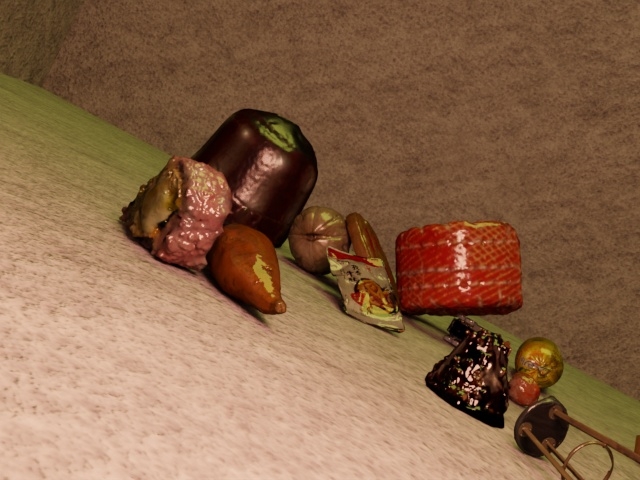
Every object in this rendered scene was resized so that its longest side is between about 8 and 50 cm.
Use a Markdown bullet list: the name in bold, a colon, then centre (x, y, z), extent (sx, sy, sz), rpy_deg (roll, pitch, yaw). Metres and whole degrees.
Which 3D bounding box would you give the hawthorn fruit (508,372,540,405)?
- **hawthorn fruit**: centre (0.430, 0.318, 1.520), extent (0.103, 0.067, 0.067), rpy_deg (42, 9, 19)

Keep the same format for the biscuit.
- **biscuit**: centre (0.141, 0.060, 1.865), extent (0.257, 0.049, 0.273), rpy_deg (30, 40, -71)

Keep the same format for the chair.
- **chair**: centre (0.345, 0.296, 1.034), extent (0.095, 0.104, 0.221), rpy_deg (9, 12, -14)

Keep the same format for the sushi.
- **sushi**: centre (-0.231, -0.059, 1.174), extent (0.107, 0.161, 0.241), rpy_deg (23, 7, -35)

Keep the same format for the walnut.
- **walnut**: centre (0.002, 0.000, 1.890), extent (0.178, 0.178, 0.230), rpy_deg (28, 4, 6)

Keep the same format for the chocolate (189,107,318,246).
- **chocolate**: centre (-0.190, -0.198, 2.049), extent (0.383, 0.331, 0.383), rpy_deg (26, 6, -3)

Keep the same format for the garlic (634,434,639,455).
- **garlic**: centre (0.761, 0.464, 1.478), extent (0.143, 0.112, 0.318), rpy_deg (50, -12, -23)

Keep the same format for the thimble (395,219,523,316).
- **thimble**: centre (0.369, 0.084, 1.990), extent (0.350, 0.231, 0.350), rpy_deg (-1, -10, 0)

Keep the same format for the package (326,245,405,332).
- **package**: centre (0.095, 0.102, 1.628), extent (0.154, 0.030, 0.239), rpy_deg (17, 30, -23)

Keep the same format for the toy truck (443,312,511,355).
- **toy truck**: centre (0.400, 0.257, 1.899), extent (0.092, 0.083, 0.192), rpy_deg (31, 1, -34)

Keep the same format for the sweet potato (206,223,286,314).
- **sweet potato**: centre (-0.125, 0.030, 1.169), extent (0.112, 0.112, 0.359), rpy_deg (25, 8, -30)

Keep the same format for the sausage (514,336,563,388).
- **sausage**: centre (0.583, 0.323, 1.976), extent (0.123, 0.123, 0.347), rpy_deg (29, 4, 16)

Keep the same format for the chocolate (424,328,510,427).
- **chocolate**: centre (0.263, 0.213, 1.234), extent (0.156, 0.133, 0.156), rpy_deg (25, 4, -2)
